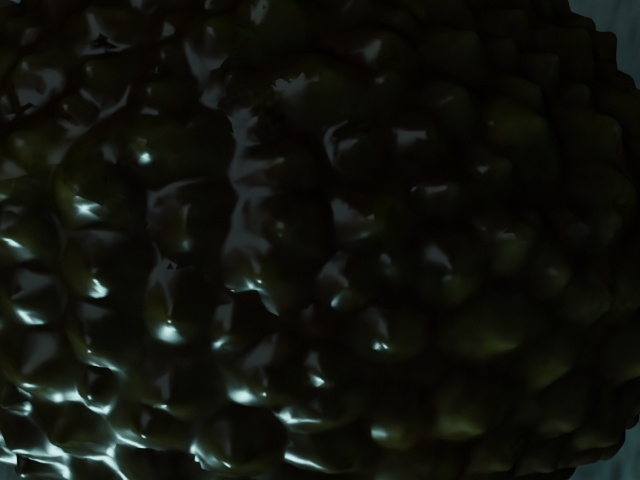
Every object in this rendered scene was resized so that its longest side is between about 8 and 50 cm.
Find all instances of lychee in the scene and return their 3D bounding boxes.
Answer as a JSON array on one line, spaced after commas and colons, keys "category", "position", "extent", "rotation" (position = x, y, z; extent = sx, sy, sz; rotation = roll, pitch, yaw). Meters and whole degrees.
[{"category": "lychee", "position": [0.000, 0.000, 0.441], "extent": [0.267, 0.267, 0.268], "rotation": [-20, 61, 40]}]

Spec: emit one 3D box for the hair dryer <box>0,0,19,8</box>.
[{"category": "hair dryer", "position": [-0.175, -0.114, 0.809], "extent": [0.181, 0.064, 0.117], "rotation": [-12, 67, 34]}]
